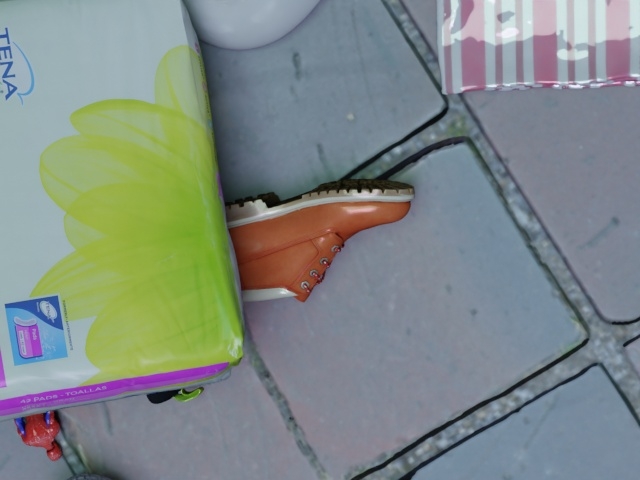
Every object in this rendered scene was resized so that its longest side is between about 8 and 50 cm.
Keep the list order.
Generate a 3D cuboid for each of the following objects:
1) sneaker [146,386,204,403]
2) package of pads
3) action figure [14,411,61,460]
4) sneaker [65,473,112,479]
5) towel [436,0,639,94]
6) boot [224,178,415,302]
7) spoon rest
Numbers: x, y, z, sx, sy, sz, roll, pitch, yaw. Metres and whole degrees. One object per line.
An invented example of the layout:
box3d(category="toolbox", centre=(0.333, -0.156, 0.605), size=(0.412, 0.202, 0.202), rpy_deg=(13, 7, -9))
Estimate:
box3d(category="sneaker", centre=(-0.193, 0.056, 1.276), size=(0.235, 0.084, 0.097), rpy_deg=(23, 98, 8))
box3d(category="package of pads", centre=(-0.180, -0.031, 1.195), size=(0.229, 0.101, 0.296), rpy_deg=(-9, 77, -11))
box3d(category="action figure", centre=(-0.227, 0.118, 1.314), size=(0.038, 0.030, 0.115), rpy_deg=(-21, 95, 16))
box3d(category="sneaker", centre=(-0.123, 0.368, 1.261), size=(0.210, 0.137, 0.366), rpy_deg=(-45, 80, 10))
box3d(category="towel", centre=(0.180, -0.181, 1.221), size=(0.197, 0.029, 0.144), rpy_deg=(-2, 92, 10))
box3d(category="boot", centre=(0.000, 0.000, 1.254), size=(0.158, 0.059, 0.084), rpy_deg=(-12, 95, 19))
box3d(category="spoon rest", centre=(-0.007, -0.244, 1.237), size=(0.276, 0.084, 0.137), rpy_deg=(-31, 86, 24))
